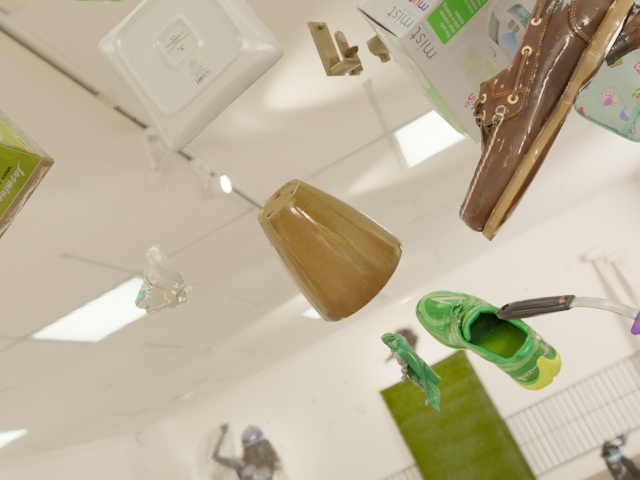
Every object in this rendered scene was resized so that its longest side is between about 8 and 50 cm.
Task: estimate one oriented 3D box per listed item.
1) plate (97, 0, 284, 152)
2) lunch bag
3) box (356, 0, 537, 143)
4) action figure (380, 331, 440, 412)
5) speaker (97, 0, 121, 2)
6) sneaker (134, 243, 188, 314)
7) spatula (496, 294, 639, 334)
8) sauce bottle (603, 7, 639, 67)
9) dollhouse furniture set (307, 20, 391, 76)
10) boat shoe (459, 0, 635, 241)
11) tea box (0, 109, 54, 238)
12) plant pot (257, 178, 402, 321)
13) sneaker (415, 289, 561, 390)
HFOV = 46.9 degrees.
[{"bbox_3d":[-0.245,-0.344,1.309,0.277,0.278,0.045,-40,-14,12],"label":"plate"},{"bbox_3d":[0.684,-0.361,1.568,0.108,0.224,0.279,-11,-50,-40],"label":"lunch bag"},{"bbox_3d":[0.219,-0.313,1.058,0.231,0.127,0.262,-45,-43,5],"label":"box"},{"bbox_3d":[0.213,0.296,1.759,0.063,0.232,0.137,-29,28,14],"label":"action figure"},{"bbox_3d":[-0.586,-0.602,1.632,0.296,0.131,0.131,4,-21,-10],"label":"speaker"},{"bbox_3d":[-0.298,0.086,1.338,0.094,0.080,0.212,-31,-23,-17],"label":"sneaker"},{"bbox_3d":[0.334,0.081,0.906,0.084,0.030,0.296,-46,22,-31],"label":"spatula"},{"bbox_3d":[0.331,-0.216,0.720,0.128,0.042,0.042,-30,-14,13],"label":"sauce bottle"},{"bbox_3d":[0.089,-0.436,1.549,0.151,0.123,0.144,-25,-7,41],"label":"dollhouse furniture set"},{"bbox_3d":[0.154,-0.102,0.559,0.207,0.073,0.073,-60,-14,-2],"label":"boat shoe"},{"bbox_3d":[-0.679,-0.166,1.170,0.220,0.329,0.323,-52,-18,6],"label":"tea box"},{"bbox_3d":[0.000,0.000,1.533,0.237,0.254,0.237,-39,22,19],"label":"plant pot"},{"bbox_3d":[0.267,0.138,1.226,0.109,0.295,0.123,-50,-53,-11],"label":"sneaker"}]
